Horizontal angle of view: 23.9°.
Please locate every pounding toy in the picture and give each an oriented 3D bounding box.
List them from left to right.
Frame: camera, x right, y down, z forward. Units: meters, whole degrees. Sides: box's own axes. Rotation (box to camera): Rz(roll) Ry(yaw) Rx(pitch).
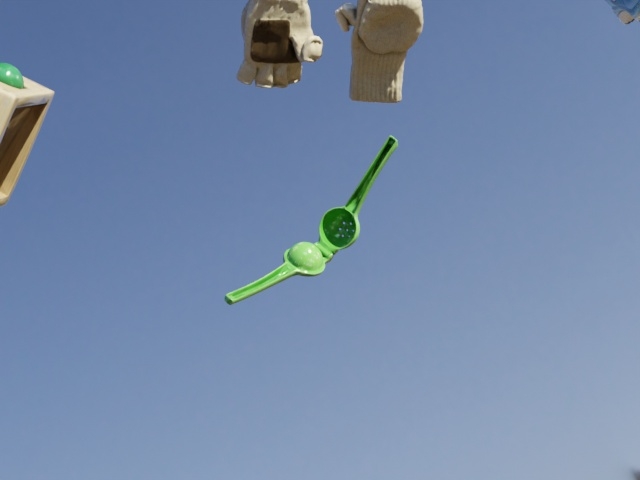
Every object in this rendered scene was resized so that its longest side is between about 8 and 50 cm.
[{"bbox_3d":[-0.293,-0.108,1.261,0.130,0.100,0.141,-50,-15,-80],"label":"pounding toy"}]

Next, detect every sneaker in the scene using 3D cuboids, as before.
[{"bbox_3d":[0.292,-0.251,1.442,0.063,0.073,0.162,-50,3,-3],"label":"sneaker"}]

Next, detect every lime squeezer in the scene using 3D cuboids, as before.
[{"bbox_3d":[0.000,0.000,1.972,0.310,0.059,0.110,-44,-9,-15],"label":"lime squeezer"}]

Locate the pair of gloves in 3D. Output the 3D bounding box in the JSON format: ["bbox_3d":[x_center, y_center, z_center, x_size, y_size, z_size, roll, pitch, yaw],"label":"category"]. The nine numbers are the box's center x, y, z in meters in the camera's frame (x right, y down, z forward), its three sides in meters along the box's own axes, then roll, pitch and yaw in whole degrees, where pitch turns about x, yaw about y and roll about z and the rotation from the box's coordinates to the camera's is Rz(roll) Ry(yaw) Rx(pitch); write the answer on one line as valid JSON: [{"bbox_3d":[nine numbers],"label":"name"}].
[{"bbox_3d":[0.015,-0.284,2.009,0.240,0.042,0.204,9,-63,-8],"label":"pair of gloves"}]
